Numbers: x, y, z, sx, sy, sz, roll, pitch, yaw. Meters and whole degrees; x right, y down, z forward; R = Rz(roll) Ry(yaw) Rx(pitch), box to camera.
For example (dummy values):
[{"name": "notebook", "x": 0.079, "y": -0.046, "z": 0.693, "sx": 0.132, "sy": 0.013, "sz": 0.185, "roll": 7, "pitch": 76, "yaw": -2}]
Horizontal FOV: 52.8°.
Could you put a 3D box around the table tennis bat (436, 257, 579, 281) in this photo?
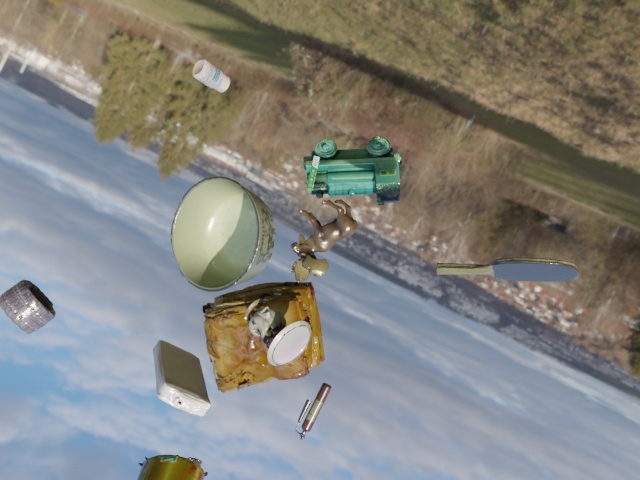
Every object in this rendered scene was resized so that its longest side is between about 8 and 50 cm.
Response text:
[{"name": "table tennis bat", "x": 0.335, "y": 0.055, "z": 1.166, "sx": 0.247, "sy": 0.022, "sz": 0.138, "roll": 1, "pitch": 163, "yaw": 18}]

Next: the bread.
[{"name": "bread", "x": -0.150, "y": 0.261, "z": 1.768, "sx": 0.325, "sy": 0.277, "sz": 0.167, "roll": -10, "pitch": -178, "yaw": -9}]

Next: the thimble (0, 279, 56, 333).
[{"name": "thimble", "x": -0.869, "y": 0.195, "z": 1.913, "sx": 0.150, "sy": 0.098, "sz": 0.150, "roll": 47, "pitch": 170, "yaw": 12}]

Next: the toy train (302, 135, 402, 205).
[{"name": "toy train", "x": 0.096, "y": -0.201, "z": 1.913, "sx": 0.298, "sy": 0.194, "sz": 0.120, "roll": -2, "pitch": 145, "yaw": 3}]

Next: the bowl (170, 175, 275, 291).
[{"name": "bowl", "x": -0.167, "y": -0.009, "z": 1.213, "sx": 0.211, "sy": 0.211, "sz": 0.112, "roll": 27, "pitch": -169, "yaw": 31}]

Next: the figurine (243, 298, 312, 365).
[{"name": "figurine", "x": -0.112, "y": 0.204, "z": 1.533, "sx": 0.154, "sy": 0.132, "sz": 0.132, "roll": 38, "pitch": -173, "yaw": 34}]

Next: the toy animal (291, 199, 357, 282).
[{"name": "toy animal", "x": 0.000, "y": 0.000, "z": 1.690, "sx": 0.094, "sy": 0.214, "sz": 0.186, "roll": 22, "pitch": -135, "yaw": -76}]

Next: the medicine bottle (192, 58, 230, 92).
[{"name": "medicine bottle", "x": -0.269, "y": -0.405, "z": 1.591, "sx": 0.052, "sy": 0.052, "sz": 0.089, "roll": 27, "pitch": 180, "yaw": 42}]

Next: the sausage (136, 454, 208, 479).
[{"name": "sausage", "x": -0.301, "y": 0.521, "z": 1.096, "sx": 0.125, "sy": 0.117, "sz": 0.317, "roll": 1, "pitch": -142, "yaw": 11}]

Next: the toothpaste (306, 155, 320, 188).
[{"name": "toothpaste", "x": -0.018, "y": -0.173, "z": 1.633, "sx": 0.017, "sy": 0.083, "sz": 0.020, "roll": 14, "pitch": -171, "yaw": 4}]

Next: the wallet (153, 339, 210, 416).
[{"name": "wallet", "x": -0.237, "y": 0.230, "z": 1.089, "sx": 0.095, "sy": 0.033, "sz": 0.190, "roll": 29, "pitch": -173, "yaw": -21}]

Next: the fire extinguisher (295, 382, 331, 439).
[{"name": "fire extinguisher", "x": -0.026, "y": 0.477, "z": 1.802, "sx": 0.049, "sy": 0.173, "sz": 0.035, "roll": 29, "pitch": 175, "yaw": -28}]
